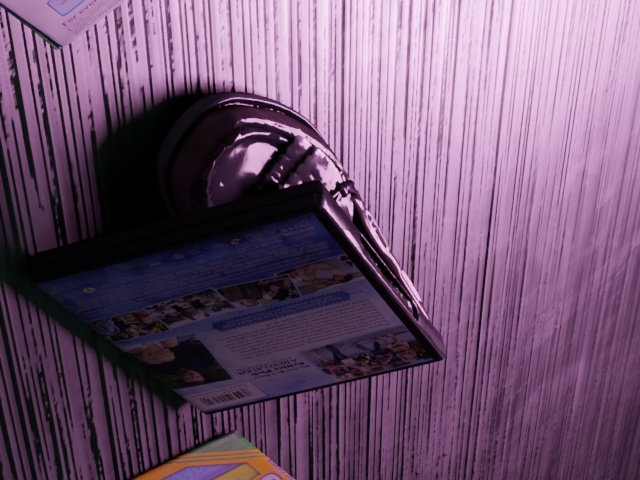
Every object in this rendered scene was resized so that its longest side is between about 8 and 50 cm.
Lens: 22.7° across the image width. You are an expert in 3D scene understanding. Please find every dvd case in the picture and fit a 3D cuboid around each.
[{"bbox_3d":[-0.041,0.044,0.995,0.180,0.022,0.253,-15,152,15],"label":"dvd case"}]

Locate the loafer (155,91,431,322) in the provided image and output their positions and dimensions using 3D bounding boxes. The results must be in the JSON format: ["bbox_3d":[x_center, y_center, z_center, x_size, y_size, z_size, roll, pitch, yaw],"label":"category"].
[{"bbox_3d":[0.000,0.000,1.043,0.109,0.095,0.302,-51,149,-4],"label":"loafer"}]

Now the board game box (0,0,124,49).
[{"bbox_3d":[-0.061,-0.194,0.615,0.242,0.064,0.316,-38,176,1],"label":"board game box"}]

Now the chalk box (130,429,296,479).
[{"bbox_3d":[-0.103,0.251,1.111,0.213,0.132,0.132,-23,137,-42],"label":"chalk box"}]
